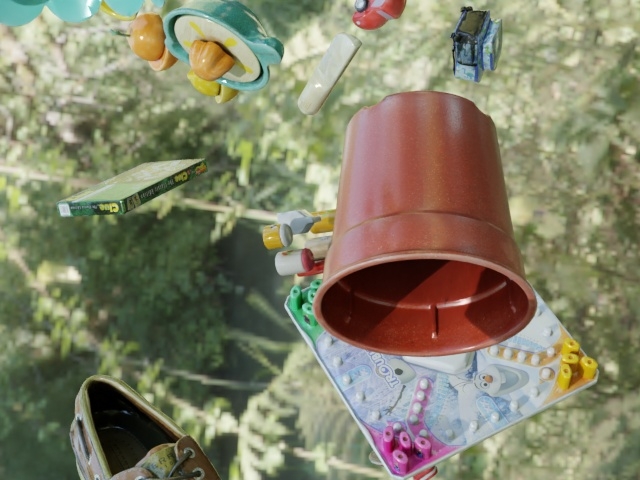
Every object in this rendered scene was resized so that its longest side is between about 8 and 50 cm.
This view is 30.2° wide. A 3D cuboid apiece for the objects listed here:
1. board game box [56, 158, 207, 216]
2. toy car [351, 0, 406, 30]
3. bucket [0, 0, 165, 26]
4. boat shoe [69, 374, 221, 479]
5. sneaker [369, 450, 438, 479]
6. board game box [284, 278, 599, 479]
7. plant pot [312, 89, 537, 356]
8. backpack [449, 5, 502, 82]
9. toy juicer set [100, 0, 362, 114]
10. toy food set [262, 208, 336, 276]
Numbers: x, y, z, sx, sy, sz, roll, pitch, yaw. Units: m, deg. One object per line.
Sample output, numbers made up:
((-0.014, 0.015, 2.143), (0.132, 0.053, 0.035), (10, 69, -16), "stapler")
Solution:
((-0.317, -0.092, 2.027), (0.136, 0.260, 0.030), (1, 109, 28), "board game box")
((0.136, -0.436, 1.743), (0.053, 0.239, 0.225), (41, 161, 34), "toy car")
((-0.265, -0.280, 0.978), (0.281, 0.281, 0.183), (-169, 75, -70), "bucket")
((-0.142, 0.228, 1.045), (0.307, 0.111, 0.104), (32, 137, 43), "boat shoe")
((0.138, 0.370, 1.955), (0.118, 0.067, 0.042), (-9, 36, 42), "sneaker")
((0.196, 0.152, 1.964), (0.390, 0.390, 0.050), (56, 161, 33), "board game box")
((0.128, -0.029, 1.505), (0.272, 0.272, 0.265), (127, 150, -54), "plant pot")
((0.275, -0.337, 2.088), (0.114, 0.084, 0.105), (88, -161, -47), "backpack")
((-0.109, -0.202, 1.366), (0.089, 0.329, 0.209), (-61, -16, -22), "toy juicer set")
((0.000, 0.000, 1.978), (0.232, 0.105, 0.111), (-8, -91, -68), "toy food set")
